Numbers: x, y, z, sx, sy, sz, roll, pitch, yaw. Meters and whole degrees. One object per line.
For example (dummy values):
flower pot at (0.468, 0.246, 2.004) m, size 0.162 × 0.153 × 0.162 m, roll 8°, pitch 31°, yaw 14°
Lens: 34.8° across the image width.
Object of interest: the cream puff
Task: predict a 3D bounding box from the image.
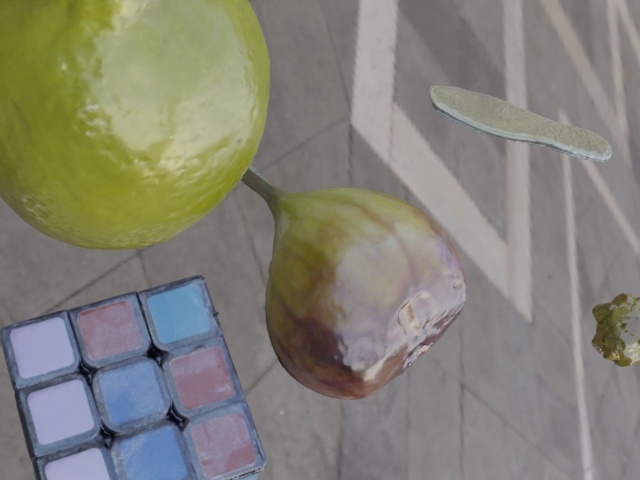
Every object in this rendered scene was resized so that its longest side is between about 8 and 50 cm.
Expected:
cream puff at (0.346, 0.105, 1.172) m, size 0.083 × 0.083 × 0.058 m, roll 54°, pitch -20°, yaw 25°

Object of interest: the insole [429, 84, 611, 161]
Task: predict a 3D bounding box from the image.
insole at (0.252, -0.146, 1.275) m, size 0.081 × 0.247 × 0.011 m, roll -88°, pitch -164°, yaw -49°

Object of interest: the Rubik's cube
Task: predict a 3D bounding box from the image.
Rubik's cube at (-0.314, 0.310, 1.715) m, size 0.363 × 0.358 × 0.362 m, roll 106°, pitch -34°, yaw -66°

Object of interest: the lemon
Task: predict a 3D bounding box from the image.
lemon at (-0.117, -0.089, 0.590) m, size 0.248 × 0.184 × 0.184 m, roll 128°, pitch -41°, yaw -73°

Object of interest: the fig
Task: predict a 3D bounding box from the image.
fig at (0.010, 0.002, 0.762) m, size 0.160 × 0.143 × 0.231 m, roll -27°, pitch 93°, yaw -30°
